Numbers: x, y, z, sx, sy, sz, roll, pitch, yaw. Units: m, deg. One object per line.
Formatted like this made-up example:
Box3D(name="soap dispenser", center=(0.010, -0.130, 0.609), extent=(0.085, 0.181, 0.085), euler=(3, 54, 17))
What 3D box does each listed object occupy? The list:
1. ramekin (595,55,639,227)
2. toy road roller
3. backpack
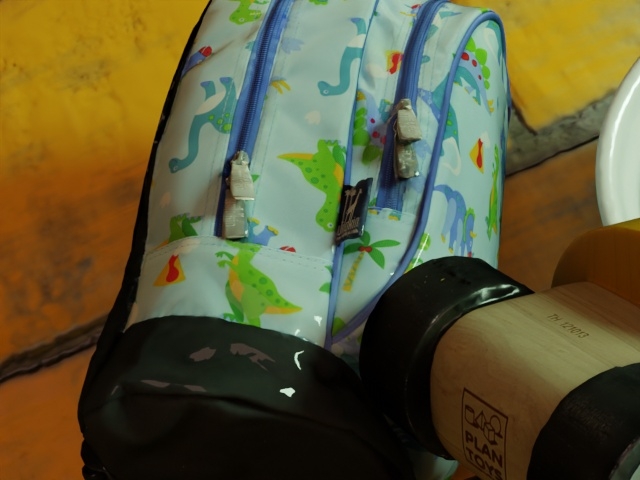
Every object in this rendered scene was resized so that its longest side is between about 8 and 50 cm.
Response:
Box3D(name="ramekin", center=(0.311, -0.013, 0.917), extent=(0.277, 0.135, 0.277), euler=(-4, 62, 8))
Box3D(name="toy road roller", center=(0.175, 0.149, 0.725), extent=(0.241, 0.329, 0.202), euler=(-14, 23, -24))
Box3D(name="backpack", center=(0.000, 0.000, 0.898), extent=(0.273, 0.290, 0.355), euler=(-13, 53, 9))
